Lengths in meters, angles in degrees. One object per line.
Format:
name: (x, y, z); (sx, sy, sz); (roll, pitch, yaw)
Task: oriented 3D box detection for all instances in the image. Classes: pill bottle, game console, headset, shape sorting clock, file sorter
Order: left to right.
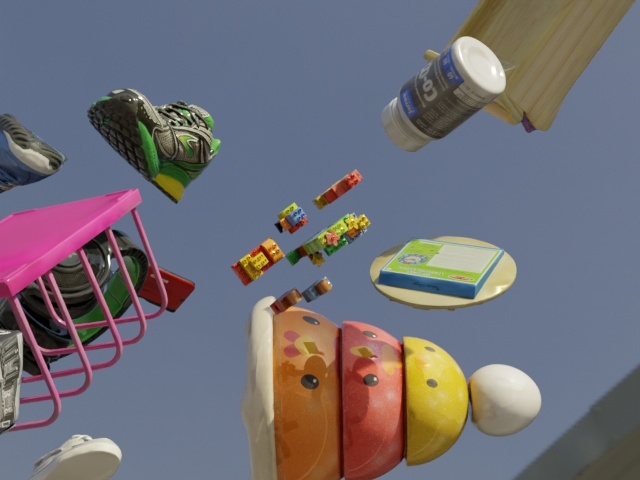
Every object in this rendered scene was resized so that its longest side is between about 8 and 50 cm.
headset: (-0.430, 0.076, 1.556); (0.185, 0.394, 0.243); (43, -68, 18)
file sorter: (-0.341, 0.084, 1.252); (0.202, 0.290, 0.182); (-10, -72, 23)
game console: (-0.323, 0.069, 1.957); (0.144, 0.085, 0.124); (26, -55, -26)
pill bottle: (0.137, -0.162, 1.186); (0.078, 0.078, 0.137); (29, -44, -25)
shape sorting clock: (0.173, 0.046, 1.482); (0.206, 0.206, 0.040); (-2, -67, 3)

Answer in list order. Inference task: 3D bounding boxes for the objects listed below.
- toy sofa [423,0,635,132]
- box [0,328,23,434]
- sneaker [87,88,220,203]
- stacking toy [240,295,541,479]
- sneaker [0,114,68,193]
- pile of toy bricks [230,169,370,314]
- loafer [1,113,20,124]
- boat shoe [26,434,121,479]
toy sofa: (0.344, -0.356, 1.595); (0.177, 0.150, 0.362); (32, -85, -41)
box: (-0.383, 0.096, 0.675); (0.308, 0.242, 0.076); (7, -84, 3)
sneaker: (-0.253, -0.175, 1.637); (0.134, 0.343, 0.146); (42, -92, 11)
stacking toy: (0.118, 0.256, 1.709); (0.480, 0.350, 0.350); (-3, -46, 0)
sneaker: (-0.315, -0.071, 1.014); (0.080, 0.081, 0.211); (38, -19, -32)
pile of toy bricks: (0.000, 0.000, 1.338); (0.118, 0.212, 0.105); (53, -27, -4)
loafer: (-0.403, -0.097, 1.265); (0.220, 0.080, 0.078); (-1, -55, 56)
boat shoe: (-0.307, 0.275, 1.299); (0.066, 0.063, 0.184); (27, -45, -26)
